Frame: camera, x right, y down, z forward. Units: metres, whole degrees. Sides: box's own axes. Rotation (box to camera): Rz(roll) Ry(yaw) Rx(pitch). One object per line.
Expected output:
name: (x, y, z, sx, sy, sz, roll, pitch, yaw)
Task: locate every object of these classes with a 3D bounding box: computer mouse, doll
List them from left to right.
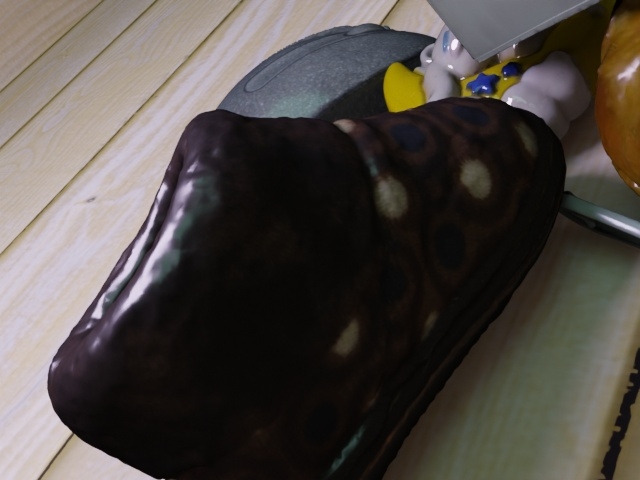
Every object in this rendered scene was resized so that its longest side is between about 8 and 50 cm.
computer mouse: (-0.018, -0.172, 0.784, 0.374, 0.114, 0.203, -44, 36, -14)
doll: (0.170, -0.184, 0.646, 0.237, 0.111, 0.252, 13, 67, 44)

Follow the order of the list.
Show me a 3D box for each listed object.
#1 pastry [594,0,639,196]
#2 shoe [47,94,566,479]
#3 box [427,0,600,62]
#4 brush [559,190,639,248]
pastry: (0.349, -0.129, 0.398, 0.356, 0.164, 0.356, -19, 35, 14)
shoe: (0.000, 0.000, 0.446, 0.384, 0.237, 0.171, -51, 24, -17)
box: (0.182, -0.227, 0.473, 0.129, 0.086, 0.225, -43, 10, -6)
brush: (0.249, 0.037, 0.388, 0.060, 0.068, 0.297, -59, 33, 3)
